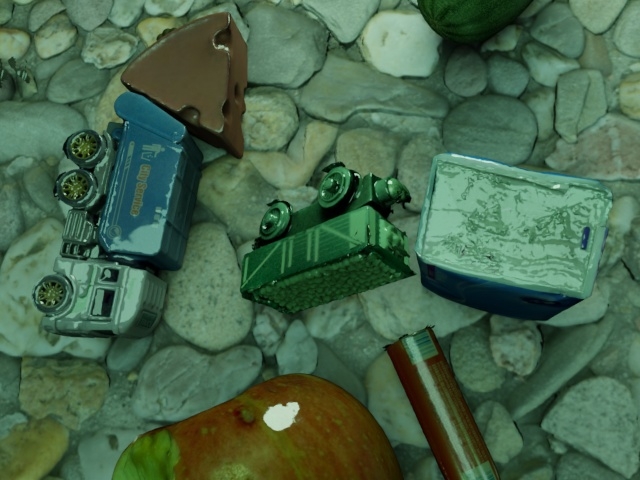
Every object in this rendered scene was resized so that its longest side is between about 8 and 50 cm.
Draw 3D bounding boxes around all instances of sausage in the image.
[{"bbox_3d":[0.169,0.249,0.861,0.083,0.083,0.264,-24,76,3],"label":"sausage"}]

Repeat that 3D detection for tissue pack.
[{"bbox_3d":[0.224,0.009,0.808,0.198,0.263,0.146,13,80,12],"label":"tissue pack"}]

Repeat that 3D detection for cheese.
[{"bbox_3d":[-0.175,-0.260,1.009,0.202,0.128,0.177,29,84,16],"label":"cheese"}]

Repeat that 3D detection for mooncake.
[{"bbox_3d":[-0.398,-0.312,1.103,0.346,0.057,0.150,-22,62,-2],"label":"mooncake"}]

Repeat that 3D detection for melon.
[{"bbox_3d":[0.254,-0.425,0.949,0.182,0.182,0.288,29,82,14],"label":"melon"}]

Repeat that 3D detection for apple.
[{"bbox_3d":[-0.063,0.326,0.751,0.339,0.339,0.340,-2,77,9],"label":"apple"}]

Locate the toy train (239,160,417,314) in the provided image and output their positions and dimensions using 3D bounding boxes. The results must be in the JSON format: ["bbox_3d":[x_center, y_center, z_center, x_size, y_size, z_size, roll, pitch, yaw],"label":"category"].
[{"bbox_3d":[0.000,0.000,0.885,0.269,0.115,0.155,-20,52,34],"label":"toy train"}]

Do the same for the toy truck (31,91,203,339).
[{"bbox_3d":[-0.296,-0.032,0.969,0.175,0.146,0.368,8,78,7],"label":"toy truck"}]
